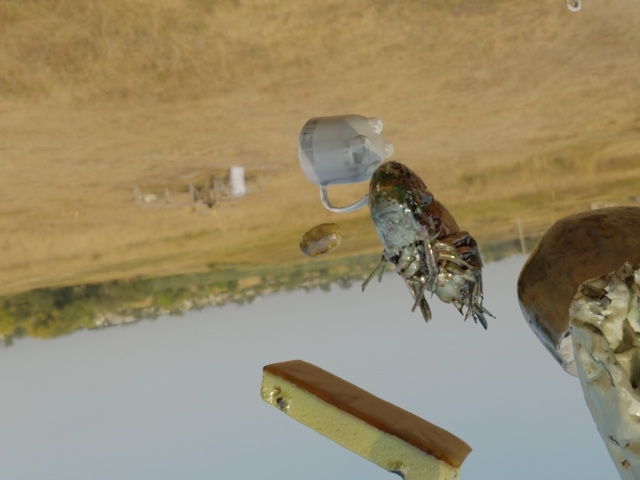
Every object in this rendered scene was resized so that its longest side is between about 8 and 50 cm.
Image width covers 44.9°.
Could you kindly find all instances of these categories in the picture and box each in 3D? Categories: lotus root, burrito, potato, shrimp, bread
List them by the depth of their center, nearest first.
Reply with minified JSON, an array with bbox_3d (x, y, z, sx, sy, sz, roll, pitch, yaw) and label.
[{"bbox_3d":[0.168,0.118,0.335,0.058,0.229,0.063,-19,166,-6],"label":"burrito"},{"bbox_3d":[0.399,0.059,1.048,0.272,0.272,0.192,-8,-140,-19],"label":"lotus root"},{"bbox_3d":[0.158,0.037,1.209,0.172,0.372,0.137,-14,-151,28],"label":"shrimp"},{"bbox_3d":[0.000,0.000,1.317,0.083,0.051,0.040,-29,-176,30],"label":"potato"},{"bbox_3d":[0.072,0.309,1.318,0.361,0.077,0.138,24,-172,20],"label":"bread"}]

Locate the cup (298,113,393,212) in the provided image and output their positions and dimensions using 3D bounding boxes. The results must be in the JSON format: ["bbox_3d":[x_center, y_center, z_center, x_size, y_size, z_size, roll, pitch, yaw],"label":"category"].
[{"bbox_3d":[0.047,-0.155,1.458,0.142,0.173,0.134,1,149,37],"label":"cup"}]

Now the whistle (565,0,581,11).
[{"bbox_3d":[0.409,-0.561,1.339,0.189,0.347,0.189,-6,178,0],"label":"whistle"}]
